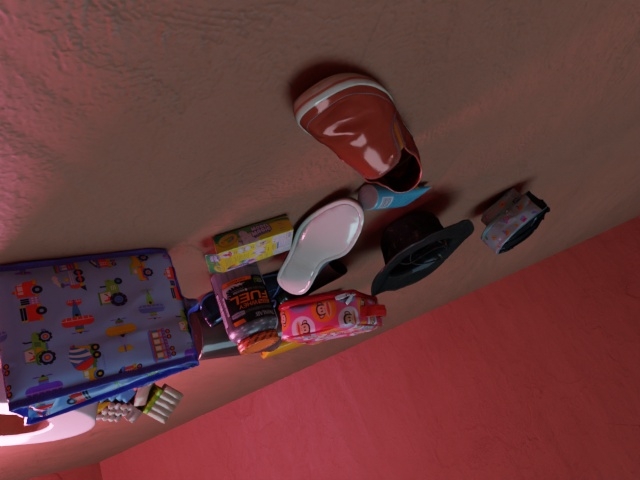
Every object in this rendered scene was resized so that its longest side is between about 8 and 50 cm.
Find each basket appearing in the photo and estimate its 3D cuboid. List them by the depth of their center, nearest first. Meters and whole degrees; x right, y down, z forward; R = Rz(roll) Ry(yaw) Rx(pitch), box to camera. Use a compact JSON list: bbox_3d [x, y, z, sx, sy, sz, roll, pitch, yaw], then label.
[{"bbox_3d":[-0.242,0.246,1.237,0.226,0.154,0.204,-2,155,-36],"label":"basket"}]

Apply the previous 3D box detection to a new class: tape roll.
[{"bbox_3d":[-0.709,0.381,1.005,0.392,0.072,0.392,-6,148,-4],"label":"tape roll"}]

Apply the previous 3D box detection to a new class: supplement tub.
[{"bbox_3d":[-0.168,0.151,1.021,0.117,0.190,0.117,-21,159,-9],"label":"supplement tub"}]

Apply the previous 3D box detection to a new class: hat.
[{"bbox_3d":[0.238,0.011,1.212,0.331,0.134,0.331,-27,157,-13],"label":"hat"}]

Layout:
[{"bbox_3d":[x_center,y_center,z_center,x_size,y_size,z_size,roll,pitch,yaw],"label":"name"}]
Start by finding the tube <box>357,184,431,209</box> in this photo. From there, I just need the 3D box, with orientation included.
[{"bbox_3d":[0.165,-0.096,0.994,0.080,0.052,0.207,-29,165,40],"label":"tube"}]

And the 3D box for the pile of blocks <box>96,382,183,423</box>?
[{"bbox_3d":[-0.618,0.487,1.413,0.112,0.149,0.362,14,177,43],"label":"pile of blocks"}]

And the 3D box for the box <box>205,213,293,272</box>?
[{"bbox_3d":[-0.147,0.011,0.920,0.179,0.043,0.105,-20,159,-16],"label":"box"}]

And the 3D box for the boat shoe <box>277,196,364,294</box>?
[{"bbox_3d":[0.000,0.000,1.018,0.319,0.116,0.099,-53,-174,41],"label":"boat shoe"}]

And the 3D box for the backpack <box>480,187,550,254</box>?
[{"bbox_3d":[0.571,-0.054,1.370,0.188,0.144,0.166,-48,160,-3],"label":"backpack"}]

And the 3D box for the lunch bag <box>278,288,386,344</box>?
[{"bbox_3d":[0.051,0.208,1.232,0.258,0.120,0.293,-14,163,20],"label":"lunch bag"}]

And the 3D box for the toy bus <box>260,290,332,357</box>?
[{"bbox_3d":[-0.055,0.279,1.529,0.332,0.130,0.108,-13,156,-27],"label":"toy bus"}]

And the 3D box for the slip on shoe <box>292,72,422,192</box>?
[{"bbox_3d":[0.078,-0.152,0.691,0.123,0.101,0.331,-31,157,22],"label":"slip on shoe"}]

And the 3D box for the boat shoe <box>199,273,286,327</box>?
[{"bbox_3d":[-0.177,0.159,1.172,0.258,0.089,0.109,-19,158,-14],"label":"boat shoe"}]

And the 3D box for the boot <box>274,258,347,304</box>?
[{"bbox_3d":[-0.013,0.126,1.314,0.208,0.076,0.189,-38,158,16],"label":"boot"}]

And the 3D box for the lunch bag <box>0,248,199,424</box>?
[{"bbox_3d":[-0.347,0.134,0.748,0.293,0.221,0.138,-12,156,-27],"label":"lunch bag"}]
